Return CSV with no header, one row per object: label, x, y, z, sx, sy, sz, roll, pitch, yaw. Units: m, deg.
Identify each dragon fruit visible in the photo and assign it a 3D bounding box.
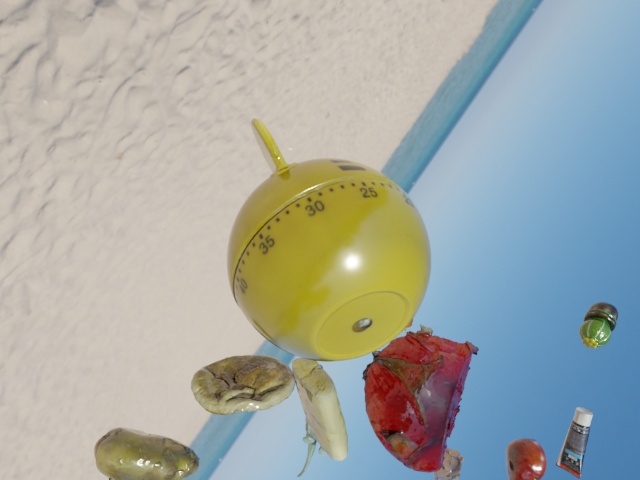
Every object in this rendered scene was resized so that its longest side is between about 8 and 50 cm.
dragon fruit,0.233,0.379,1.159,0.100,0.282,0.344,151,-42,-81

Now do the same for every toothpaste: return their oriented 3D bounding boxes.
toothpaste,0.738,0.582,1.397,0.045,0.071,0.194,4,99,-41

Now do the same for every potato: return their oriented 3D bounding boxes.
potato,-0.492,0.619,1.365,0.191,0.296,0.141,136,-33,-69

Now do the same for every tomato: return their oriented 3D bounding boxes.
tomato,0.743,0.827,1.808,0.189,0.099,0.173,-54,-160,20

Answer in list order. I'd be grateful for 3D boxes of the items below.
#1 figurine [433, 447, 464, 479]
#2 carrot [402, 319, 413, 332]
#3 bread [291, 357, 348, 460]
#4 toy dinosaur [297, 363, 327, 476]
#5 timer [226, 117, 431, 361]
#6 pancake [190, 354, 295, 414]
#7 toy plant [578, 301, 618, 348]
figurine,0.491,0.872,1.871,0.125,0.125,0.138,-51,155,-39
carrot,0.329,0.211,1.757,0.061,0.061,0.257,-11,117,-82
bread,0.003,0.339,0.978,0.060,0.139,0.178,-22,117,-20
toy dinosaur,-0.016,0.598,1.517,0.205,0.092,0.393,-93,-172,-67
timer,0.000,0.000,0.836,0.376,0.387,0.376,-16,137,-16
pancake,-0.270,0.496,1.706,0.387,0.386,0.082,-38,129,-72
toy plant,0.876,0.272,1.524,0.162,0.093,0.093,-44,170,-30
